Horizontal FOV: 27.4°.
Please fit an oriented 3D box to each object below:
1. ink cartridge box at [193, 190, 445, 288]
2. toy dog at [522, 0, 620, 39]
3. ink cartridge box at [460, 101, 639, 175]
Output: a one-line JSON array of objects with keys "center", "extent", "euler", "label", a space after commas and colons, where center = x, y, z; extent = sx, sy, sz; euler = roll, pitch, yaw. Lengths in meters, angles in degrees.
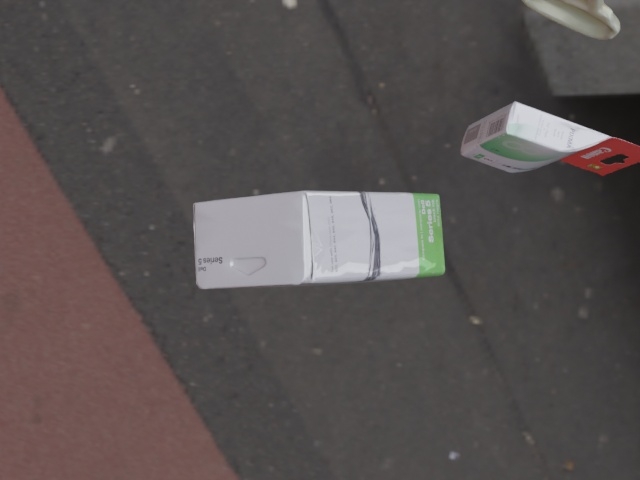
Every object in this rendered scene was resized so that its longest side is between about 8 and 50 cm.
[{"center": [0.000, 0.000, 1.686], "extent": [0.273, 0.198, 0.115], "euler": [0, 87, -50], "label": "ink cartridge box"}, {"center": [0.407, -0.575, 2.035], "extent": [0.408, 0.395, 0.284], "euler": [-60, 157, -14], "label": "toy dog"}, {"center": [0.331, -0.121, 1.848], "extent": [0.224, 0.181, 0.056], "euler": [20, 79, -11], "label": "ink cartridge box"}]
